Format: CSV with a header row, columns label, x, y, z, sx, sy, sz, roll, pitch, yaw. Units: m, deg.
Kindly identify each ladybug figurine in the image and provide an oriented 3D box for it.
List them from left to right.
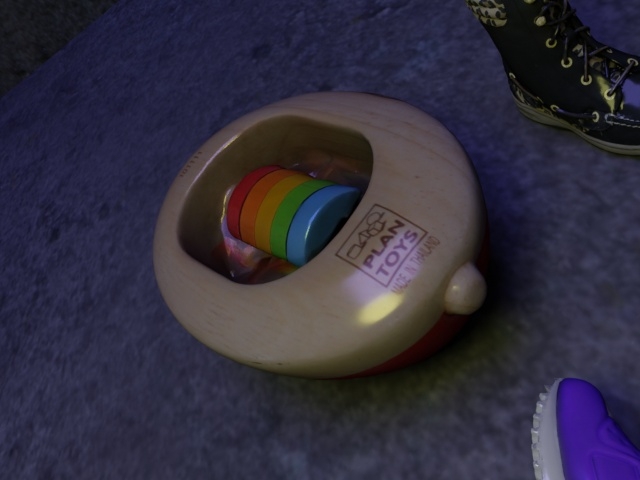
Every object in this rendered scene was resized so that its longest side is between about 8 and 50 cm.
label,x,y,z,sx,sy,sz,roll,pitch,yaw
ladybug figurine,0.000,0.000,0.769,0.305,0.162,0.449,-51,37,-8

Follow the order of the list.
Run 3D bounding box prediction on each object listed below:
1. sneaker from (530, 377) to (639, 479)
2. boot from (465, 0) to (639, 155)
label,x,y,z,sx,sy,sz,roll,pitch,yaw
sneaker,0.213,0.202,0.447,0.146,0.102,0.293,-10,38,12
boot,0.238,-0.174,0.700,0.085,0.178,0.236,-49,37,-7
